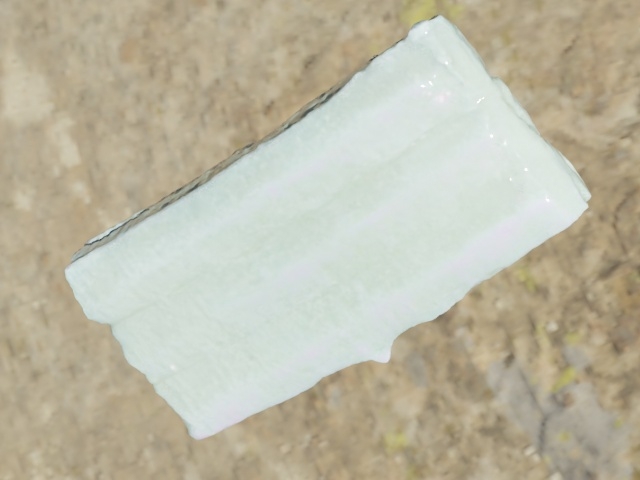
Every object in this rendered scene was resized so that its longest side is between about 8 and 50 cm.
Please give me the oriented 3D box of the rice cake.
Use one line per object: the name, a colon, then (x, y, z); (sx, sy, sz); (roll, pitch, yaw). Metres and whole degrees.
rice cake: (0.000, 0.000, 0.689); (0.237, 0.043, 0.127); (-34, 102, 23)
